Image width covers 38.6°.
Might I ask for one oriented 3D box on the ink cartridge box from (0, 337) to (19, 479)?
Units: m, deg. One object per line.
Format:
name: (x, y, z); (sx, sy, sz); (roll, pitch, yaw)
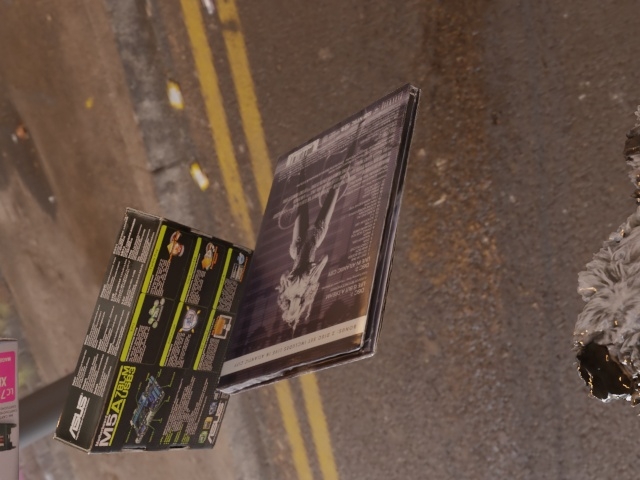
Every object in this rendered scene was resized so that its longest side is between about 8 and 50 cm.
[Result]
ink cartridge box: (-0.419, 0.264, 1.022); (0.185, 0.065, 0.311); (-2, 86, 30)

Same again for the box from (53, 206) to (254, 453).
box: (-0.125, 0.084, 0.779); (0.045, 0.184, 0.191); (15, 87, 29)

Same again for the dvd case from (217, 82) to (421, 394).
dvd case: (0.000, 0.000, 0.688); (0.018, 0.221, 0.164); (32, 144, -29)

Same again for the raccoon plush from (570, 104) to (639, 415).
raccoon plush: (0.413, 0.065, 0.834); (0.216, 0.446, 0.299); (-8, 134, 45)
